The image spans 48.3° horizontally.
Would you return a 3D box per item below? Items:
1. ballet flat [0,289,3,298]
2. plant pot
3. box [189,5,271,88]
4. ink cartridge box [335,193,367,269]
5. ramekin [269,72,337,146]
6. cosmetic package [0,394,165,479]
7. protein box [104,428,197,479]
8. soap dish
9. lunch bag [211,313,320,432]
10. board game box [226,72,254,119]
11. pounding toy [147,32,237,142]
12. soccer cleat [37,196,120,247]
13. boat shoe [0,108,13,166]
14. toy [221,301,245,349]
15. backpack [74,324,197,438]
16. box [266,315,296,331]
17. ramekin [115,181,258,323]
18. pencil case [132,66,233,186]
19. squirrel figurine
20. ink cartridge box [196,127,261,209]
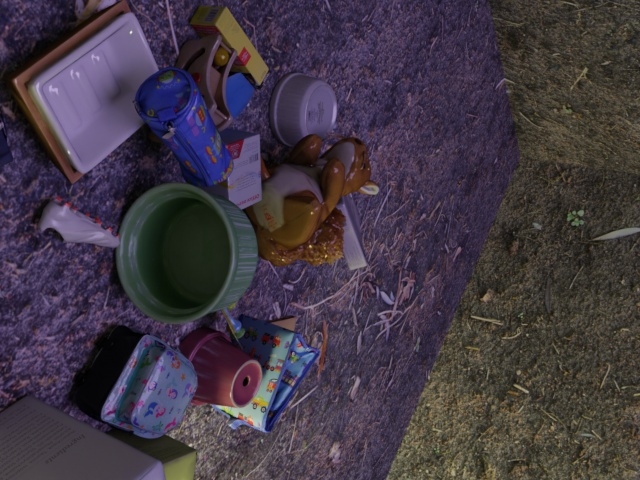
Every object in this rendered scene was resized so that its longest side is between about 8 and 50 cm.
[{"bbox_3d":[-0.613,0.119,1.270,0.095,0.096,0.281,-15,114,-55],"label":"ballet flat"},{"bbox_3d":[-0.260,0.346,1.858,0.201,0.180,0.201,-29,126,-50],"label":"plant pot"},{"bbox_3d":[-0.211,-0.458,1.705,0.058,0.087,0.232,-65,149,-18],"label":"box"},{"bbox_3d":[0.072,-0.095,2.298,0.296,0.066,0.261,67,11,-45],"label":"ink cartridge box"},{"bbox_3d":[-0.040,-0.361,2.001,0.207,0.109,0.207,-31,128,-50],"label":"ramekin"},{"bbox_3d":[-0.515,0.554,1.316,0.327,0.393,0.330,-36,130,-47],"label":"cosmetic package"},{"bbox_3d":[-0.428,0.534,1.636,0.199,0.201,0.136,-3,105,-58],"label":"protein box"},{"bbox_3d":[-0.441,-0.288,1.365,0.291,0.118,0.229,-53,143,-34],"label":"soap dish"},{"bbox_3d":[-0.175,0.380,1.965,0.138,0.221,0.293,47,64,-45],"label":"lunch bag"},{"bbox_3d":[-0.232,-0.349,1.736,0.133,0.033,0.168,-46,163,3],"label":"board game box"},{"bbox_3d":[-0.281,-0.336,1.572,0.155,0.154,0.270,33,73,-58],"label":"pounding toy"},{"bbox_3d":[-0.490,-0.021,1.454,0.076,0.068,0.196,-56,146,-4],"label":"soccer cleat"},{"bbox_3d":[-0.630,-0.134,1.104,0.340,0.127,0.158,-40,126,-46],"label":"boat shoe"},{"bbox_3d":[-0.243,0.153,1.828,0.056,0.137,0.237,-25,125,-13],"label":"toy"},{"bbox_3d":[-0.399,0.336,1.635,0.225,0.191,0.253,-65,153,-20],"label":"backpack"},{"bbox_3d":[-0.139,0.339,2.208,0.164,0.021,0.201,-5,105,-58],"label":"box"},{"bbox_3d":[-0.287,0.028,1.583,0.148,0.303,0.304,3,100,-67],"label":"ramekin"},{"bbox_3d":[-0.271,-0.217,1.458,0.306,0.119,0.133,68,14,-65],"label":"pencil case"},{"bbox_3d":[-0.022,-0.116,1.974,0.370,0.281,0.397,-33,147,-40],"label":"squirrel figurine"},{"bbox_3d":[-0.231,-0.171,1.746,0.128,0.127,0.176,-30,126,-50],"label":"ink cartridge box"}]
